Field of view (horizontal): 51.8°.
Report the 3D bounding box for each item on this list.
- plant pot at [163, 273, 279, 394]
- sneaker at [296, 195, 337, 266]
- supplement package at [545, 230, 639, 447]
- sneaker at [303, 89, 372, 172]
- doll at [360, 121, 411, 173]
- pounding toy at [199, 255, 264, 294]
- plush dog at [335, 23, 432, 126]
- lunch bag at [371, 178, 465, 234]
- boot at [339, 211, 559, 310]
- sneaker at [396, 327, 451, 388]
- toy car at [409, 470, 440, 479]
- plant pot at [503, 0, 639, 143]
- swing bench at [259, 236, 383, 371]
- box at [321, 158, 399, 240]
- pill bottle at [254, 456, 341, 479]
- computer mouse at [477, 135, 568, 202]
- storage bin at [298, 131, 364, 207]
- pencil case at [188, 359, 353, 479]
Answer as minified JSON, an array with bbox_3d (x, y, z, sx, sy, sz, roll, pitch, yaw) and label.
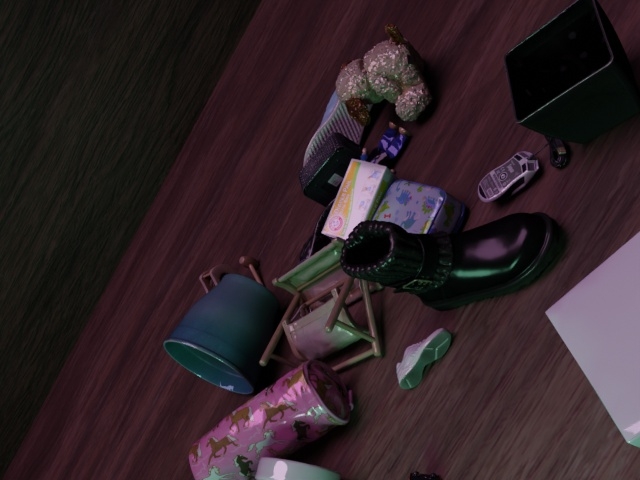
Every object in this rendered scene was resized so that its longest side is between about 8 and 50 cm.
[{"bbox_3d":[-0.244,0.241,1.803,0.271,0.271,0.255,-14,41,53],"label":"plant pot"},{"bbox_3d":[0.000,0.000,1.750,0.283,0.107,0.124,-64,24,-2],"label":"sneaker"},{"bbox_3d":[0.455,0.134,0.777,0.199,0.262,0.198,-48,34,24],"label":"supplement package"},{"bbox_3d":[0.062,-0.333,1.914,0.366,0.135,0.150,-60,8,6],"label":"sneaker"},{"bbox_3d":[0.152,-0.214,1.713,0.129,0.046,0.189,38,98,38],"label":"doll"},{"bbox_3d":[-0.273,0.152,1.998,0.155,0.154,0.269,-25,48,47],"label":"pounding toy"},{"bbox_3d":[0.141,-0.422,1.703,0.225,0.210,0.262,-25,43,22],"label":"plush dog"},{"bbox_3d":[0.207,-0.037,1.466,0.219,0.090,0.176,24,87,60],"label":"lunch bag"},{"bbox_3d":[0.229,0.016,1.219,0.348,0.260,0.131,-35,40,40],"label":"boot"},{"bbox_3d":[0.199,0.224,1.315,0.152,0.053,0.061,-52,29,19],"label":"sneaker"},{"bbox_3d":[0.194,0.455,1.144,0.122,0.060,0.040,-117,27,-62],"label":"toy car"},{"bbox_3d":[0.465,-0.286,1.184,0.187,0.167,0.188,-34,42,40],"label":"plant pot"},{"bbox_3d":[0.008,0.169,1.547,0.253,0.165,0.255,-34,37,41],"label":"swing bench"},{"bbox_3d":[0.104,-0.079,1.606,0.103,0.114,0.203,18,83,33],"label":"box"},{"bbox_3d":[-0.077,0.623,1.274,0.210,0.210,0.363,-20,52,50],"label":"pill bottle"},{"bbox_3d":[0.397,-0.139,1.303,0.193,0.042,0.106,-38,43,27],"label":"computer mouse"},{"bbox_3d":[0.037,-0.190,1.814,0.180,0.122,0.084,-49,33,23],"label":"storage bin"},{"bbox_3d":[-0.110,0.423,1.466,0.386,0.167,0.160,-40,66,17],"label":"pencil case"}]
